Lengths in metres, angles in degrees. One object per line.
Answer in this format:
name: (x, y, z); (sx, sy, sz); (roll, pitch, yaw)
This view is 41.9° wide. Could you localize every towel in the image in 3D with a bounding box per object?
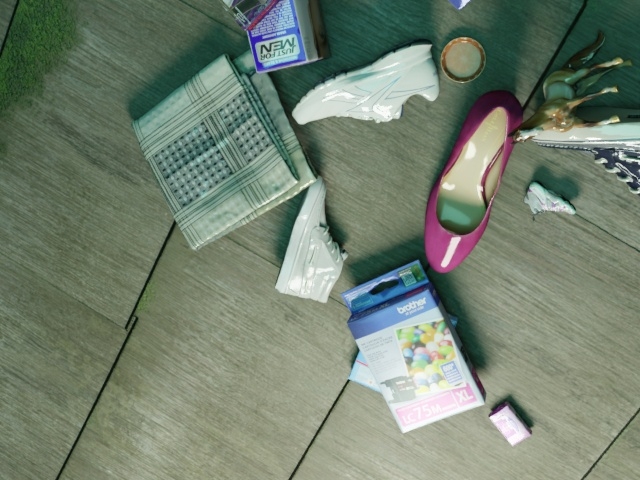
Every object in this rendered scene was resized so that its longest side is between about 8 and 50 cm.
towel: (-0.199, -0.182, 1.662); (0.324, 0.056, 0.312); (-30, 80, 19)

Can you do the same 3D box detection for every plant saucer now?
plant saucer: (0.267, -0.337, 1.559); (0.084, 0.013, 0.083); (4, 106, 13)

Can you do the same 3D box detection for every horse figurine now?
horse figurine: (0.437, -0.255, 1.441); (0.175, 0.263, 0.066); (-13, 127, 38)

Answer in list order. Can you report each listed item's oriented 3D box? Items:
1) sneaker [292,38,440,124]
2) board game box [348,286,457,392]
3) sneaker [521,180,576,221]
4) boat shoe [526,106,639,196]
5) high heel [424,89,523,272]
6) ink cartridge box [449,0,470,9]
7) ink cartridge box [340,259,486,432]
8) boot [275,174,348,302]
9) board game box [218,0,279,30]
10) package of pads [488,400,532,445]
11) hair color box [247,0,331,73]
sneaker: (0.086, -0.273, 1.577); (0.297, 0.111, 0.129); (-19, 105, 19)
board game box: (0.168, 0.222, 1.720); (0.160, 0.039, 0.211); (23, 110, 7)
sneaker: (0.427, -0.061, 1.581); (0.098, 0.038, 0.069); (35, 112, 13)
boat shoe: (0.533, -0.146, 1.468); (0.341, 0.127, 0.158); (5, 117, 32)
high heel: (0.266, -0.097, 1.533); (0.127, 0.181, 0.377); (17, 108, 10)
ink cartridge box: (0.239, -0.568, 1.386); (0.304, 0.072, 0.307); (41, 129, -17)
ink cartridge box: (0.181, 0.213, 1.663); (0.186, 0.065, 0.311); (-24, 96, 18)
boot: (0.000, 0.000, 1.688); (0.123, 0.095, 0.258); (16, 110, -5)
board game box: (-0.169, -0.551, 1.401); (0.208, 0.056, 0.347); (-43, 90, 17)
package of pads: (0.388, 0.375, 1.708); (0.050, 0.032, 0.083); (-39, 93, 19)
hair color box: (-0.082, -0.484, 1.518); (0.110, 0.185, 0.338); (-8, 103, 16)
